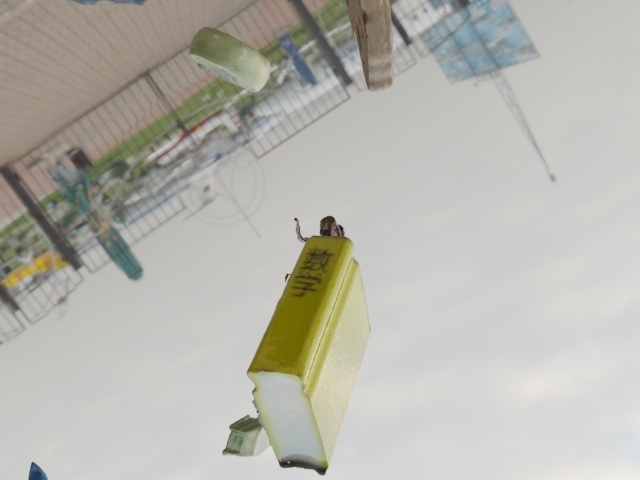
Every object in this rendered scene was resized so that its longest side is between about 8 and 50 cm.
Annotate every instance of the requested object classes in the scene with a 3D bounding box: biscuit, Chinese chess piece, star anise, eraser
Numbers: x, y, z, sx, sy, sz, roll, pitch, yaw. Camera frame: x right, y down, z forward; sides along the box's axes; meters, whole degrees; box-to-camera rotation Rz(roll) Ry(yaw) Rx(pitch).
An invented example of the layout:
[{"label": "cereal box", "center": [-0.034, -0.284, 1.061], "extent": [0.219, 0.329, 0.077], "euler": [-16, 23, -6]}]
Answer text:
[{"label": "biscuit", "center": [0.083, -0.468, 1.440], "extent": [0.074, 0.381, 0.359], "euler": [-14, -152, 4]}, {"label": "Chinese chess piece", "center": [-0.156, -0.308, 1.325], "extent": [0.058, 0.144, 0.144], "euler": [-63, -169, 0]}, {"label": "star anise", "center": [0.000, 0.000, 1.439], "extent": [0.097, 0.070, 0.191], "euler": [-57, 152, -13]}, {"label": "eraser", "center": [-0.005, 0.118, 0.859], "extent": [0.069, 0.158, 0.226], "euler": [0, -142, 19]}]

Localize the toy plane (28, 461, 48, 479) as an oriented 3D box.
[{"label": "toy plane", "center": [-0.318, 0.349, 0.764], "extent": [0.105, 0.271, 0.254], "euler": [-56, 179, 35]}]

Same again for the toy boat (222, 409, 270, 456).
[{"label": "toy boat", "center": [-0.123, 0.381, 1.566], "extent": [0.293, 0.055, 0.093], "euler": [10, 98, -78]}]

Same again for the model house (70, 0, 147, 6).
[{"label": "model house", "center": [-0.213, -0.392, 0.729], "extent": [0.243, 0.298, 0.284], "euler": [-33, -171, 46]}]
